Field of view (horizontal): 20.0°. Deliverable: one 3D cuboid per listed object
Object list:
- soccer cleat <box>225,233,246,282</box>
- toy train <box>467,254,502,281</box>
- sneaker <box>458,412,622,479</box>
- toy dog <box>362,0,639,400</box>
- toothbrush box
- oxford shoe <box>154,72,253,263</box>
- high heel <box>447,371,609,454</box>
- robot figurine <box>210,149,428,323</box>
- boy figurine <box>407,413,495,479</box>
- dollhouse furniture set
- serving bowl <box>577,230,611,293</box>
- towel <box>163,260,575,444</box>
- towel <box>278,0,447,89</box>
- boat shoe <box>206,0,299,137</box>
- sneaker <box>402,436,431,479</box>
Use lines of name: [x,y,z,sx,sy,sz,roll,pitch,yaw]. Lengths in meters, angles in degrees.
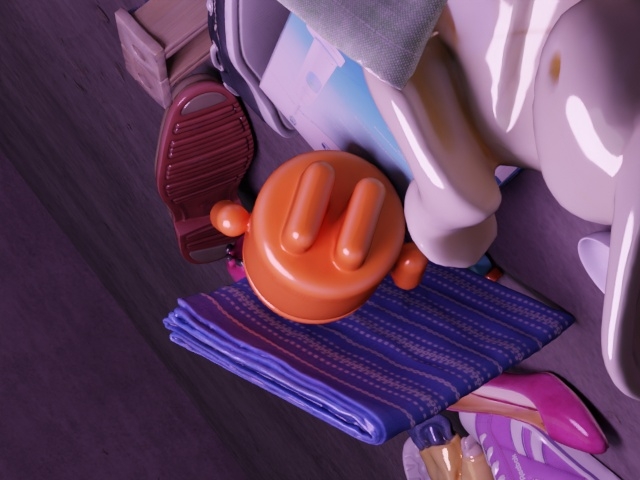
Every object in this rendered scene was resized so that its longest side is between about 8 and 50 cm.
soccer cleat: [-0.010,0.057,2.177,0.143,0.116,0.331,56,164,-21]
toy train: [0.110,0.000,1.825,0.166,0.046,0.125,31,155,53]
sneaker: [0.209,0.272,1.964,0.282,0.161,0.102,38,162,45]
toy dog: [0.127,-0.154,0.991,0.408,0.284,0.395,33,144,49]
toothbrush box: [0.079,-0.123,1.476,0.216,0.126,0.295,49,164,4]
oxford shoe: [-0.159,-0.107,2.231,0.348,0.123,0.130,97,153,-57]
high heel: [0.185,0.177,1.884,0.244,0.117,0.082,39,160,40]
robot figurine: [-0.002,-0.001,1.517,0.219,0.158,0.128,117,132,-75]
boy figurine: [0.175,0.265,2.178,0.285,0.092,0.177,49,165,5]
dollhouse furniture set: [-0.176,-0.260,1.888,0.184,0.129,0.129,46,164,16]
serving bowl: [0.252,0.023,1.505,0.083,0.027,0.083,46,164,18]
towel: [0.049,0.070,1.637,0.243,0.336,0.040,26,119,28]
towel: [0.040,-0.272,0.928,0.038,0.325,0.248,14,-161,-42]
boat shoe: [-0.065,-0.204,1.732,0.091,0.114,0.302,38,160,24]
sneaker: [0.178,0.350,2.387,0.235,0.090,0.095,55,174,-9]
